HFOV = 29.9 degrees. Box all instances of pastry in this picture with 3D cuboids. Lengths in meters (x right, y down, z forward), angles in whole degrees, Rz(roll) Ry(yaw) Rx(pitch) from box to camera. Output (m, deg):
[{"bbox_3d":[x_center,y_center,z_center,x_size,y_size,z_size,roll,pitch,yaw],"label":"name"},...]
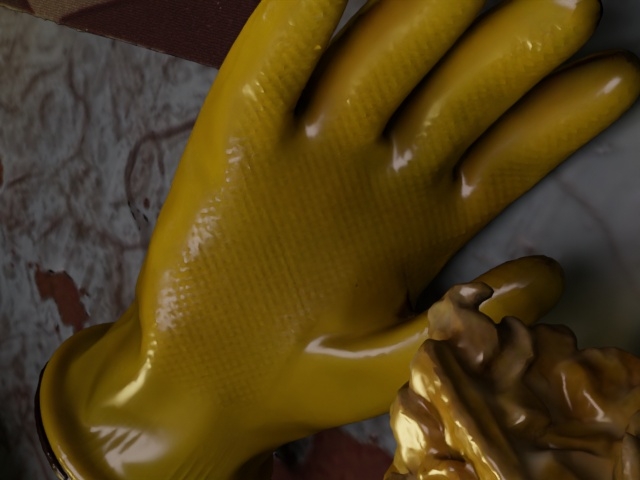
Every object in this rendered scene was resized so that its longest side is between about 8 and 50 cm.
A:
[{"bbox_3d":[0.123,0.120,0.373,0.250,0.102,0.154,30,138,31],"label":"pastry"}]

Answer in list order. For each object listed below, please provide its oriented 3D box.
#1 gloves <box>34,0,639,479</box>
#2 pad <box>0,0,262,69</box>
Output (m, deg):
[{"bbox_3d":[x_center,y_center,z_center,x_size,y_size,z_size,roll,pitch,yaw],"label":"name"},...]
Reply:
[{"bbox_3d":[-0.001,0.000,0.474,0.294,0.133,0.116,-49,37,35],"label":"gloves"},{"bbox_3d":[-0.114,-0.216,0.612,0.330,0.004,0.220,20,110,36],"label":"pad"}]
